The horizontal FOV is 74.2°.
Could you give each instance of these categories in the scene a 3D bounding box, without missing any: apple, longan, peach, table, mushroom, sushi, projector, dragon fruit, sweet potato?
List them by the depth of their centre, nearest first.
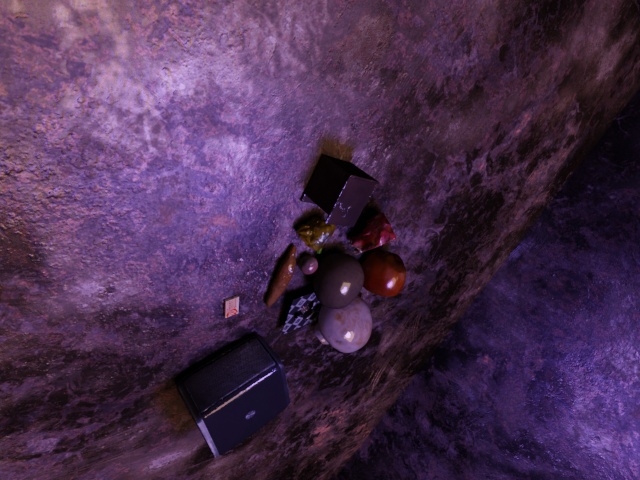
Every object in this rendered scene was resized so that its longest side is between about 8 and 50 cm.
[{"bbox_3d":[0.070,-0.177,1.539,0.172,0.169,0.193,5,119,-46],"label":"table"},{"bbox_3d":[-0.154,0.161,1.719,0.072,0.066,0.315,20,117,-7],"label":"sweet potato"},{"bbox_3d":[-0.048,0.101,1.752,0.083,0.083,0.083,-26,138,-25],"label":"peach"},{"bbox_3d":[0.079,0.177,1.828,0.248,0.248,0.248,-26,138,-25],"label":"longan"},{"bbox_3d":[-0.360,0.662,1.836,0.405,0.242,0.395,-29,137,-25],"label":"projector"},{"bbox_3d":[0.216,-0.025,1.848,0.211,0.134,0.262,-30,178,1],"label":"dragon fruit"},{"bbox_3d":[-0.082,0.306,1.937,0.219,0.047,0.232,-16,138,-41],"label":"sushi"},{"bbox_3d":[0.305,0.155,2.034,0.229,0.230,0.230,-26,138,-25],"label":"apple"},{"bbox_3d":[0.091,0.390,2.036,0.297,0.298,0.290,3,162,-45],"label":"mushroom"}]

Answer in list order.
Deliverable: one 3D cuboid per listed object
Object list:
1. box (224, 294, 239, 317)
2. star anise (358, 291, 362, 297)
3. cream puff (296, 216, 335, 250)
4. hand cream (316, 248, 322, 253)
[{"bbox_3d":[-0.350,0.259,1.660,0.058,0.015,0.093,-18,134,-34],"label":"box"},{"bbox_3d":[0.175,0.354,2.200,0.097,0.070,0.191,-21,125,-45],"label":"star anise"},{"bbox_3d":[-0.020,-0.033,1.644,0.146,0.116,0.146,-54,171,-12],"label":"cream puff"},{"bbox_3d":[0.000,0.000,1.755,0.036,0.023,0.122,-13,128,-31],"label":"hand cream"}]
